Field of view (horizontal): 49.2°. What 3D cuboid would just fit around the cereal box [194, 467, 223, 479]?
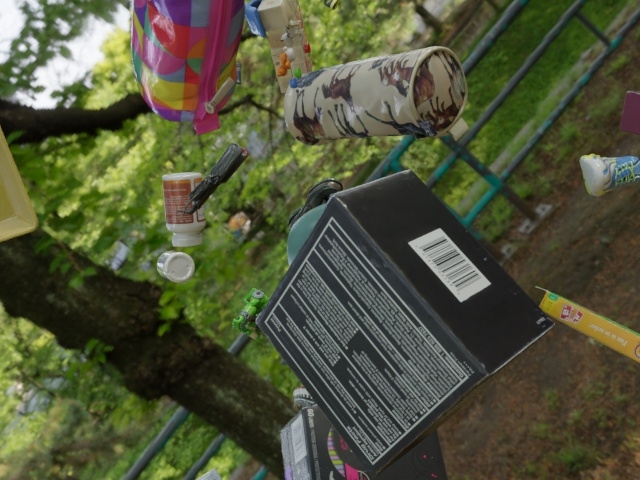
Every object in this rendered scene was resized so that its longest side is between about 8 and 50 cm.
[{"bbox_3d":[-0.250,0.664,1.575,0.173,0.240,0.047,-27,-17,-26],"label":"cereal box"}]

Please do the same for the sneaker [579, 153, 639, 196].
[{"bbox_3d":[0.626,-0.152,1.489,0.126,0.091,0.240,-18,-3,19],"label":"sneaker"}]

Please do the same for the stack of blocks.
[{"bbox_3d":[-0.093,-0.582,1.926,0.087,0.297,0.171,-8,35,7],"label":"stack of blocks"}]

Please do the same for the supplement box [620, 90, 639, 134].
[{"bbox_3d":[0.703,-0.246,1.370,0.104,0.188,0.081,-131,41,-65],"label":"supplement box"}]

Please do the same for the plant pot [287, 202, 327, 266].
[{"bbox_3d":[0.053,0.026,1.860,0.235,0.293,0.293,-5,33,25],"label":"plant pot"}]

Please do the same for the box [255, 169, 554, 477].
[{"bbox_3d":[0.100,0.114,0.982,0.182,0.296,0.294,-21,-26,-43],"label":"box"}]

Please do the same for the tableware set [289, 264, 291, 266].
[{"bbox_3d":[0.000,0.000,1.274,0.169,0.020,0.141,-51,4,-10],"label":"tableware set"}]

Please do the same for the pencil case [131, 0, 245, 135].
[{"bbox_3d":[-0.102,-0.186,0.560,0.104,0.104,0.236,-55,-4,-24],"label":"pencil case"}]

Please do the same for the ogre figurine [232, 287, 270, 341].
[{"bbox_3d":[-0.174,0.194,1.849,0.097,0.197,0.118,23,79,34],"label":"ogre figurine"}]

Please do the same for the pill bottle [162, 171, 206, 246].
[{"bbox_3d":[-0.411,-0.095,2.116,0.121,0.121,0.216,-118,25,-80],"label":"pill bottle"}]

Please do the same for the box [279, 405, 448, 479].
[{"bbox_3d":[0.078,0.405,1.298,0.143,0.270,0.165,124,143,-52],"label":"box"}]

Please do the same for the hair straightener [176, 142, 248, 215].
[{"bbox_3d":[-0.273,-0.146,1.693,0.230,0.047,0.089,-45,-15,4],"label":"hair straightener"}]

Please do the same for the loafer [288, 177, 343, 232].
[{"bbox_3d":[-0.014,-0.079,2.053,0.267,0.096,0.084,-46,32,48],"label":"loafer"}]

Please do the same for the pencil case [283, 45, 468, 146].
[{"bbox_3d":[0.100,-0.276,1.427,0.160,0.184,0.410,-35,25,-33],"label":"pencil case"}]

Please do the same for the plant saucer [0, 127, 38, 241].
[{"bbox_3d":[-0.912,-0.130,1.712,0.332,0.333,0.081,-21,12,-18],"label":"plant saucer"}]

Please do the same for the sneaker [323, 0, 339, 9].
[{"bbox_3d":[0.036,-0.611,1.733,0.031,0.035,0.083,95,-159,-68],"label":"sneaker"}]

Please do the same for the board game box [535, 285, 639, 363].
[{"bbox_3d":[0.393,0.130,0.876,0.259,0.124,0.039,36,101,48],"label":"board game box"}]

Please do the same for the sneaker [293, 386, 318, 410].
[{"bbox_3d":[0.025,0.443,1.777,0.299,0.121,0.112,2,74,52],"label":"sneaker"}]

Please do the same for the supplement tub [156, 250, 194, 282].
[{"bbox_3d":[-0.332,0.059,1.600,0.071,0.071,0.107,-53,18,-14],"label":"supplement tub"}]

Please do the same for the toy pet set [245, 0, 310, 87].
[{"bbox_3d":[-0.071,-0.300,1.047,0.065,0.114,0.122,-7,39,19],"label":"toy pet set"}]
